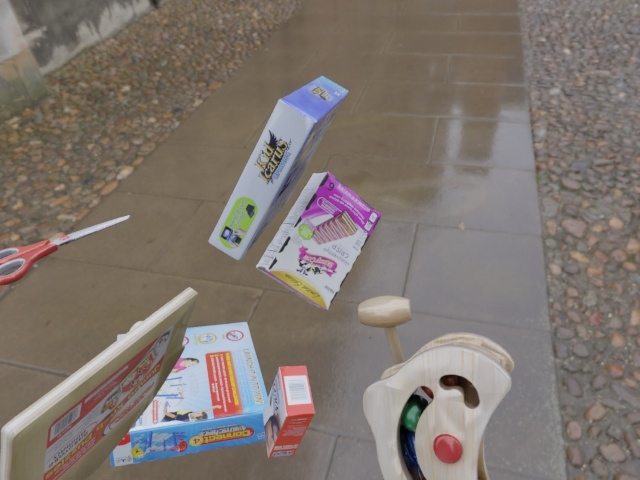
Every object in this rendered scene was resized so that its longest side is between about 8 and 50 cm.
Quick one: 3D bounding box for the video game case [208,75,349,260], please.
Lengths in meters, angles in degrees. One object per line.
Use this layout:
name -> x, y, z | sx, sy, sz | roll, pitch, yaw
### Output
video game case -> -0.058, -0.128, 0.797 | 0.061, 0.244, 0.269 | 32, 27, -3

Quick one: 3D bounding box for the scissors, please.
scissors -> -0.513, 0.002, 0.953 | 0.109, 0.021, 0.297 | 13, 34, 26

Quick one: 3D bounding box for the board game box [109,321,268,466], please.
board game box -> -0.285, 0.311, 1.077 | 0.302, 0.086, 0.308 | -3, 27, -17

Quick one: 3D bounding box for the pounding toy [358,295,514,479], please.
pounding toy -> 0.147, 0.182, 0.559 | 0.154, 0.269, 0.155 | -17, -4, 23

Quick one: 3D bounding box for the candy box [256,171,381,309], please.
candy box -> 0.000, 0.000, 1.011 | 0.233, 0.159, 0.071 | -60, 25, -11

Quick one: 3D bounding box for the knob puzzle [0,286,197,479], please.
knob puzzle -> -0.187, 0.140, 0.414 | 0.030, 0.213, 0.213 | 34, 50, 9

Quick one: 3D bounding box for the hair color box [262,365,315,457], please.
hair color box -> -0.061, 0.308, 0.888 | 0.053, 0.167, 0.093 | 2, 44, -17
